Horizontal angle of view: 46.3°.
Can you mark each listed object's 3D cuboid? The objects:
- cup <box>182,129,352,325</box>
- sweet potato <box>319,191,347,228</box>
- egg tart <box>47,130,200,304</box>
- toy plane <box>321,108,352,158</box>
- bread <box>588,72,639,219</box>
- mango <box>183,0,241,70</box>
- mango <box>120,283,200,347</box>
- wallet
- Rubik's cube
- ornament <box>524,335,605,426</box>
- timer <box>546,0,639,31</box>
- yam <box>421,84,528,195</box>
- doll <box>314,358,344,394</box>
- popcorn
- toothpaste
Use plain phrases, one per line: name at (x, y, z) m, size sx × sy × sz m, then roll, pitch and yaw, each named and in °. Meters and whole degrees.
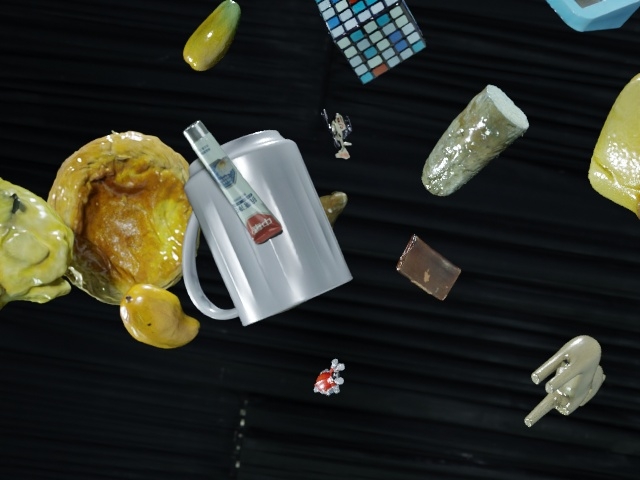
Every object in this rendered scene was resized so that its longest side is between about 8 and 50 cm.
cup at (-0.142, -0.010, 1.472) m, size 0.327 × 0.323 × 0.237 m, roll 66°, pitch -164°, yaw 2°
sweet potato at (-0.003, 0.002, 1.638) m, size 0.310 × 0.124 × 0.098 m, roll 88°, pitch -179°, yaw -47°
egg tart at (-0.400, -0.046, 1.522) m, size 0.150 × 0.352 × 0.352 m, roll 8°, pitch 89°, yaw 48°
toy plane at (0.038, -0.212, 1.493) m, size 0.031 × 0.049 × 0.120 m, roll -54°, pitch 46°, yaw 51°
bread at (0.557, -0.164, 1.201) m, size 0.270 × 0.148 × 0.270 m, roll -30°, pitch -41°, yaw -30°
mango at (-0.266, -0.514, 1.880) m, size 0.194 × 0.092 × 0.130 m, roll -56°, pitch 3°, yaw 7°
mango at (-0.273, 0.131, 1.260) m, size 0.075 × 0.098 × 0.190 m, roll 52°, pitch 178°, yaw 33°
wallet at (0.249, 0.066, 1.734) m, size 0.026 × 0.176 × 0.095 m, roll 23°, pitch 83°, yaw 53°
Rubik's cube at (0.120, -0.527, 1.801) m, size 0.184 × 0.187 × 0.182 m, roll 43°, pitch -157°, yaw -53°
ornament at (0.505, 0.283, 1.495) m, size 0.061 × 0.245 × 0.230 m, roll 37°, pitch 145°, yaw 38°
timer at (0.513, -0.529, 1.495) m, size 0.250 × 0.232 × 0.091 m, roll -22°, pitch -19°, yaw -41°
yam at (0.333, -0.208, 1.670) m, size 0.330 × 0.133 × 0.133 m, roll 128°, pitch 157°, yaw -51°
doll at (0.016, 0.263, 1.406) m, size 0.057 × 0.039 × 0.114 m, roll 61°, pitch 146°, yaw 12°
popcorn at (-0.524, 0.004, 1.190) m, size 0.252 × 0.286 × 0.215 m, roll -30°, pitch -44°, yaw -58°
toothpaste at (-0.154, -0.101, 1.300) m, size 0.239 × 0.062 × 0.039 m, roll 55°, pitch -162°, yaw -16°
